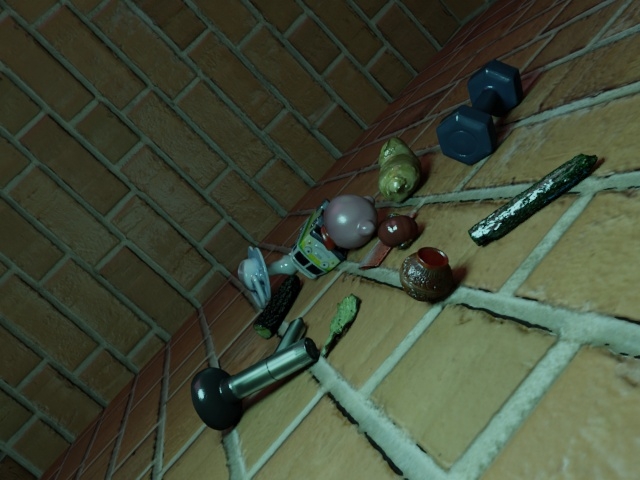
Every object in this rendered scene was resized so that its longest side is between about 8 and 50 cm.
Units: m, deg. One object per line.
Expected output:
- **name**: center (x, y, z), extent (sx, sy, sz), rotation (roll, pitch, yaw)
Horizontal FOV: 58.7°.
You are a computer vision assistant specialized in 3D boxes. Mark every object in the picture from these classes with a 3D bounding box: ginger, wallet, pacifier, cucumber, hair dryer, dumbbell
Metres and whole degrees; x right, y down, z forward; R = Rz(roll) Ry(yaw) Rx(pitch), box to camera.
- **ginger**: center (0.243, -0.210, 1.758), extent (0.138, 0.152, 0.267), rotation (-42, 31, 30)
- **wallet**: center (0.181, 0.002, 1.539), extent (0.196, 0.020, 0.103), rotation (-50, 11, -21)
- **pacifier**: center (-0.187, 0.124, 2.140), extent (0.225, 0.238, 0.287), rotation (-16, 3, -15)
- **cucumber**: center (0.376, -0.071, 1.017), extent (0.256, 0.043, 0.044), rotation (-39, 18, 28)
- **hair dryer**: center (-0.127, 0.321, 1.440), extent (0.320, 0.156, 0.284), rotation (-30, -6, 12)
- **dumbbell**: center (0.435, -0.350, 1.536), extent (0.156, 0.143, 0.316), rotation (-32, 18, 53)
- **cucumber**: center (-0.128, 0.198, 1.841), extent (0.072, 0.072, 0.300), rotation (-37, 14, 40)

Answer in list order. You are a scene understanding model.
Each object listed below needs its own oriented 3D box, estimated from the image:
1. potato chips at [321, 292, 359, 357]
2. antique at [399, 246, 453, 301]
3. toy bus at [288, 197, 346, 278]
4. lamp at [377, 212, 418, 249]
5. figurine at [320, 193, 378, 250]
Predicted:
- **potato chips**: center (0.047, 0.189, 1.336), extent (0.092, 0.028, 0.207), rotation (-42, 10, 29)
- **antique**: center (0.195, 0.066, 1.054), extent (0.104, 0.104, 0.104), rotation (-44, 11, 11)
- **toy bus**: center (0.000, 0.000, 1.898), extent (0.179, 0.143, 0.305), rotation (-44, 12, 22)
- **lamp**: center (0.192, -0.022, 1.407), extent (0.101, 0.090, 0.101), rotation (-15, -13, -3)
- **figurine**: center (0.091, -0.059, 1.713), extent (0.173, 0.173, 0.173), rotation (-44, 11, 11)
